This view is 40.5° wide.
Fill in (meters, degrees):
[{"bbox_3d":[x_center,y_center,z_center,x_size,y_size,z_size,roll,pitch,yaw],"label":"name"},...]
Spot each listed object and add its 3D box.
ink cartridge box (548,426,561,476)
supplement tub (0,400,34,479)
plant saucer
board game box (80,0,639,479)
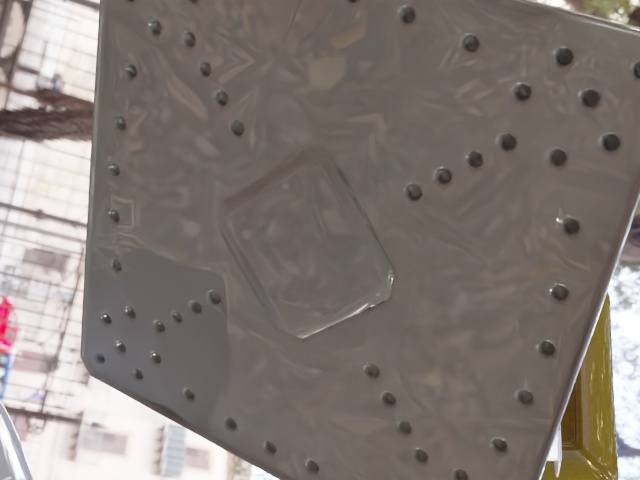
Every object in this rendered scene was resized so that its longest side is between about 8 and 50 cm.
[{"bbox_3d":[0.171,0.116,0.754,0.198,0.067,0.115,71,20,-47],"label":"ink cartridge box"},{"bbox_3d":[-0.398,0.235,0.678,0.193,0.316,0.193,60,-14,25],"label":"supplement tub"},{"bbox_3d":[0.304,0.226,1.409,0.081,0.333,0.333,52,39,-63],"label":"plant saucer"},{"bbox_3d":[0.000,0.000,0.610,0.050,0.390,0.390,-30,137,-54],"label":"board game box"}]
